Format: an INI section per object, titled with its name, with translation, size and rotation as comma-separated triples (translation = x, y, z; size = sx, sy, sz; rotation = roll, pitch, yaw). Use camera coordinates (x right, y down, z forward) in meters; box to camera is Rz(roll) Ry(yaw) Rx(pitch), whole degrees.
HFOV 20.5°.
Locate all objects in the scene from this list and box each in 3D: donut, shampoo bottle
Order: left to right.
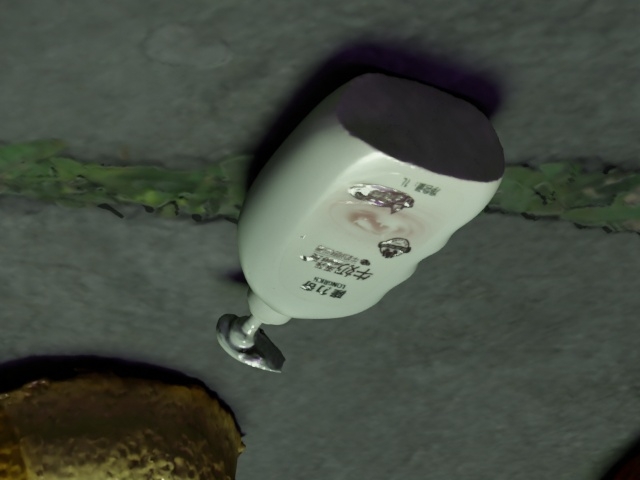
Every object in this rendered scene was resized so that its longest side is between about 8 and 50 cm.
[donut]
translation = -0.126, 0.126, 0.811
size = 0.181, 0.078, 0.146
rotation = -33, 139, 31
[shampoo bottle]
translation = 0.000, 0.000, 0.672
size = 0.077, 0.045, 0.152
rotation = 16, 141, -27

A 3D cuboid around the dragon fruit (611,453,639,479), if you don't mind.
[dragon fruit]
translation = 0.191, 0.211, 0.877
size = 0.122, 0.192, 0.092
rotation = 12, 137, -46
